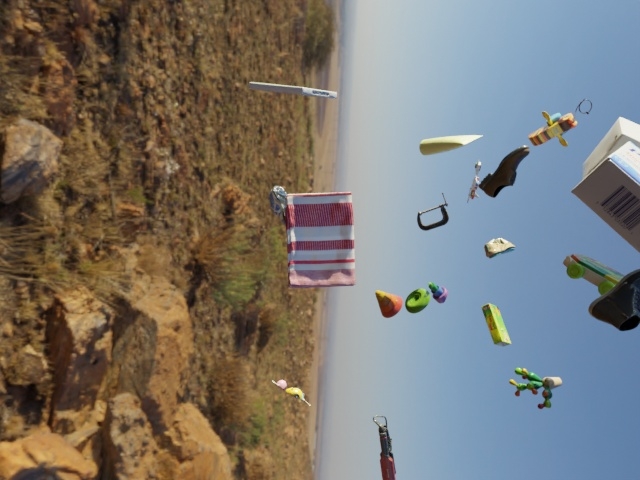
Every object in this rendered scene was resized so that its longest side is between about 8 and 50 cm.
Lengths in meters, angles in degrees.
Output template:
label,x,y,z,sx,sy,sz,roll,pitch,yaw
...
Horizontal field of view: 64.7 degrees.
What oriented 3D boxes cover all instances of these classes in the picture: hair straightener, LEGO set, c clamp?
label,x,y,z,sx,sy,sz,roll,pitch,yaw
hair straightener,0.189,0.613,1.508,0.089,0.047,0.230,-65,142,-69
LEGO set,0.716,-0.272,2.301,0.244,0.060,0.182,-44,147,-67
c clamp,0.500,-0.121,2.249,0.137,0.161,0.022,63,16,-5

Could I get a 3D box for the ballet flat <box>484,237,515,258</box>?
label,x,y,z,sx,sy,sz,roll,pitch,yaw
ballet flat,0.708,0.023,1.995,0.206,0.073,0.067,-7,70,-51

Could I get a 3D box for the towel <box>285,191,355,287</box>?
label,x,y,z,sx,sy,sz,roll,pitch,yaw
towel,0.000,0.000,1.749,0.037,0.237,0.328,-141,-131,-84

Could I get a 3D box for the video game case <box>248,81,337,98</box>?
label,x,y,z,sx,sy,sz,roll,pitch,yaw
video game case,-0.086,-0.478,1.609,0.193,0.212,0.023,-16,116,-55

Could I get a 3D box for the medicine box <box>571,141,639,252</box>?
label,x,y,z,sx,sy,sz,roll,pitch,yaw
medicine box,0.930,-0.135,1.490,0.289,0.263,0.149,-26,157,-45

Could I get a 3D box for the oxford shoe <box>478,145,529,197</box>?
label,x,y,z,sx,sy,sz,roll,pitch,yaw
oxford shoe,0.702,-0.251,1.875,0.227,0.083,0.096,-54,-124,30

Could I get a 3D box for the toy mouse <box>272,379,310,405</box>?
label,x,y,z,sx,sy,sz,roll,pitch,yaw
toy mouse,-0.110,0.549,1.863,0.031,0.161,0.143,-60,-176,-14

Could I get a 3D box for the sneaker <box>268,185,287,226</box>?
label,x,y,z,sx,sy,sz,roll,pitch,yaw
sneaker,-0.156,-0.126,2.139,0.081,0.080,0.211,-39,-110,45

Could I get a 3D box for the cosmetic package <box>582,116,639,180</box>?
label,x,y,z,sx,sy,sz,roll,pitch,yaw
cosmetic package,1.209,-0.224,1.793,0.161,0.453,0.230,-57,171,-46

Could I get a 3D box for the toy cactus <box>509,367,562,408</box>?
label,x,y,z,sx,sy,sz,roll,pitch,yaw
toy cactus,0.863,0.581,1.990,0.219,0.181,0.112,-129,-146,-71

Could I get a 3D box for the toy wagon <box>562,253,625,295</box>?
label,x,y,z,sx,sy,sz,roll,pitch,yaw
toy wagon,1.050,0.156,1.806,0.344,0.267,0.068,38,-65,40

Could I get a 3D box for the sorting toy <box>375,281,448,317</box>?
label,x,y,z,sx,sy,sz,roll,pitch,yaw
sorting toy,0.379,0.241,2.229,0.126,0.366,0.127,43,50,-26

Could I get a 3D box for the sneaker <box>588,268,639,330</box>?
label,x,y,z,sx,sy,sz,roll,pitch,yaw
sneaker,0.904,0.176,1.455,0.083,0.222,0.118,53,-1,-28

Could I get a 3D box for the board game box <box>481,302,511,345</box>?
label,x,y,z,sx,sy,sz,roll,pitch,yaw
board game box,0.790,0.380,2.273,0.092,0.043,0.181,21,48,-43

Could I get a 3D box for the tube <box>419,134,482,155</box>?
label,x,y,z,sx,sy,sz,roll,pitch,yaw
tube,0.451,-0.340,1.788,0.240,0.062,0.070,4,-111,59

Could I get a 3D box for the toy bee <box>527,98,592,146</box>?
label,x,y,z,sx,sy,sz,roll,pitch,yaw
toy bee,1.123,-0.549,2.370,0.298,0.195,0.162,-57,-179,27
